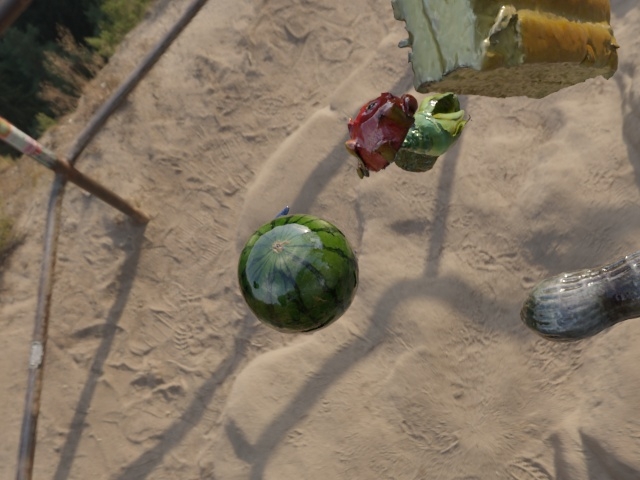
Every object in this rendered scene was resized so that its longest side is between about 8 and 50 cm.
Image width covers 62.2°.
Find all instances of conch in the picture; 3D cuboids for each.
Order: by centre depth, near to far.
[{"bbox_3d":[0.198,-0.198,0.901,0.079,0.095,0.201,3,40,39],"label":"conch"}]

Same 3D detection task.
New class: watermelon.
[{"bbox_3d":[-0.015,0.031,0.433,0.108,0.109,0.109,-5,70,14],"label":"watermelon"}]

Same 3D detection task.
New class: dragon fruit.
[{"bbox_3d":[0.075,-0.155,0.727,0.068,0.126,0.112,25,66,-18],"label":"dragon fruit"}]

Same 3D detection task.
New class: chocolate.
[{"bbox_3d":[0.429,0.085,0.806,0.247,0.110,0.110,-26,66,19],"label":"chocolate"}]

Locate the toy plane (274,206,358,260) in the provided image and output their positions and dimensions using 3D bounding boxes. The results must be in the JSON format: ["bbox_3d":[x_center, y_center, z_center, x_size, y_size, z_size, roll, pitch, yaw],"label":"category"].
[{"bbox_3d":[0.000,0.000,0.869,0.054,0.167,0.062,-36,38,36],"label":"toy plane"}]

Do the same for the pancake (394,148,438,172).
[{"bbox_3d":[0.191,-0.178,1.091,0.107,0.108,0.017,14,57,20],"label":"pancake"}]

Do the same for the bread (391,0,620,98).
[{"bbox_3d":[0.161,-0.252,0.485,0.111,0.245,0.240,-14,87,51],"label":"bread"}]
